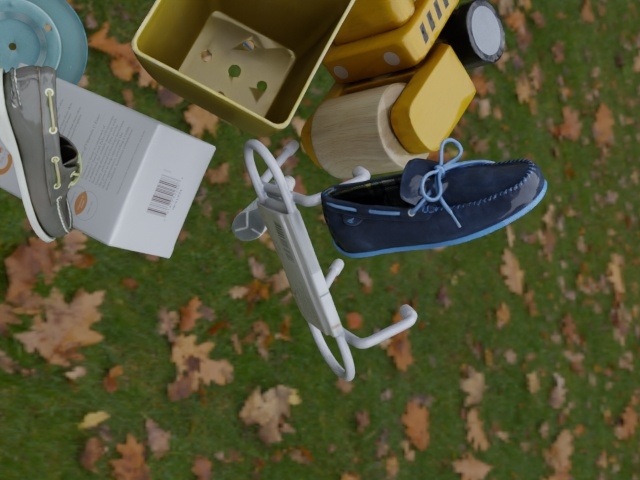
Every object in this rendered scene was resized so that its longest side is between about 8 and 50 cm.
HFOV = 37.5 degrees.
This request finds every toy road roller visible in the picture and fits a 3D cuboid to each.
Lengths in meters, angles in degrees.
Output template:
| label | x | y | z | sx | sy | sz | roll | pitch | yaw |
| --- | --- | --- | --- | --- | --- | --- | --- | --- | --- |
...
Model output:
| label | x | y | z | sx | sy | sz | roll | pitch | yaw |
| --- | --- | --- | --- | --- | --- | --- | --- | --- | --- |
| toy road roller | 0.082 | -0.269 | 1.309 | 0.240 | 0.202 | 0.329 | 50 | 54 | -29 |

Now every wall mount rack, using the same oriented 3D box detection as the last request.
| label | x | y | z | sx | sy | sz | roll | pitch | yaw |
| --- | --- | --- | --- | --- | --- | --- | --- | --- | --- |
| wall mount rack | 0.000 | 0.000 | 1.272 | 0.130 | 0.304 | 0.350 | -26 | 110 | -16 |

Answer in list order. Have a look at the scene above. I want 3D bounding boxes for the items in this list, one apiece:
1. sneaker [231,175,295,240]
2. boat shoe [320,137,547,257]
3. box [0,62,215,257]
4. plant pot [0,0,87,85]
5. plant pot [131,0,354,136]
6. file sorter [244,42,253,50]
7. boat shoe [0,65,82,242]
| label | x | y | z | sx | sy | sz | roll | pitch | yaw |
| --- | --- | --- | --- | --- | --- | --- | --- | --- | --- |
| sneaker | -0.092 | -0.054 | 1.615 | 0.053 | 0.152 | 0.061 | 46 | 29 | -1 |
| boat shoe | 0.108 | -0.043 | 1.013 | 0.089 | 0.258 | 0.109 | 60 | 30 | -23 |
| box | -0.391 | -0.138 | 1.628 | 0.168 | 0.345 | 0.215 | 18 | 97 | -62 |
| plant pot | -0.604 | -0.383 | 1.870 | 0.272 | 0.255 | 0.271 | -2 | 101 | -12 |
| plant pot | -0.106 | -0.256 | 1.246 | 0.212 | 0.187 | 0.212 | 28 | 77 | -4 |
| file sorter | -0.141 | -0.357 | 1.492 | 0.104 | 0.170 | 0.118 | 33 | 64 | -63 |
| boat shoe | -0.393 | -0.117 | 1.354 | 0.305 | 0.091 | 0.109 | 87 | -11 | -45 |
